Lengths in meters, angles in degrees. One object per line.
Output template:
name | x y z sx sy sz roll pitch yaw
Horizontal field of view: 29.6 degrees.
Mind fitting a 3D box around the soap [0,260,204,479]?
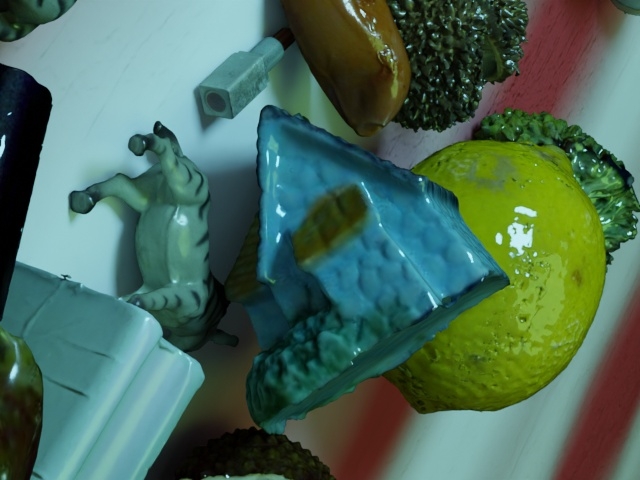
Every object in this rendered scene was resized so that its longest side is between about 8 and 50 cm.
soap | -0.222 0.162 0.775 0.289 0.173 0.095 -61 146 -18

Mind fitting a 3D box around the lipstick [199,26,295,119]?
lipstick | -0.055 -0.150 1.031 0.129 0.030 0.030 -51 143 -42

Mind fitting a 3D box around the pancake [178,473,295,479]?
pancake | -0.085 0.328 0.989 0.065 0.356 0.356 -99 -173 -61

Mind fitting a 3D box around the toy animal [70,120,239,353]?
toy animal | -0.119 0.010 0.971 0.176 0.073 0.216 -19 116 -61

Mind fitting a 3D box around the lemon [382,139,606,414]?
lemon | 0.159 0.031 1.242 0.310 0.258 0.258 -57 148 -1

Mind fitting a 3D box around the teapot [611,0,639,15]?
teapot | 0.416 -0.393 1.552 0.183 0.184 0.251 -66 159 -11

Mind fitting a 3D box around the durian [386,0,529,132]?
durian | 0.118 -0.196 1.143 0.196 0.167 0.196 -155 -90 -90

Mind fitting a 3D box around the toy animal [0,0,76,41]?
toy animal | -0.162 -0.245 0.758 0.255 0.090 0.170 -52 147 -26

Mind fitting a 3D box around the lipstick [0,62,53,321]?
lipstick | -0.238 0.088 0.708 0.077 0.077 0.418 46 49 -56

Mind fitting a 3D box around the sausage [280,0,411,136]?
sausage | 0.022 -0.180 1.049 0.089 0.089 0.179 -38 109 -44

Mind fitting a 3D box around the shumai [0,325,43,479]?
shumai | -0.292 0.075 0.476 0.397 0.323 0.324 -17 121 -56

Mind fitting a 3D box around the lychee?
lychee | -0.055 0.258 1.097 0.188 0.188 0.188 -33 131 -47

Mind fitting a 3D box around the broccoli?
broccoli | 0.233 -0.045 1.479 0.180 0.273 0.242 -108 178 -57

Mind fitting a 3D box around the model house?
model house | 0.000 0.000 1.015 0.226 0.241 0.261 -33 170 9
